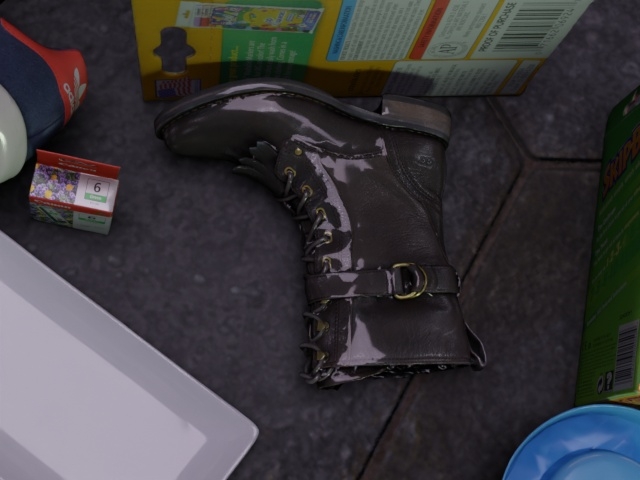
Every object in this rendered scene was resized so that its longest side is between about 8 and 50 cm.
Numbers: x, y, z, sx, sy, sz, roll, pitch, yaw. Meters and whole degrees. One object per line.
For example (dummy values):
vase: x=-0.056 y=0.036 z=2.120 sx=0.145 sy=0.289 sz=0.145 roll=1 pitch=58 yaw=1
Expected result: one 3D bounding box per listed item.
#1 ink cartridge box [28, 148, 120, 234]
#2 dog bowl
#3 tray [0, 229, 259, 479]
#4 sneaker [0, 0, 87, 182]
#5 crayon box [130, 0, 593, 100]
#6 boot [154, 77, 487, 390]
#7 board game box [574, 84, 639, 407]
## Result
ink cartridge box: x=-0.184 y=-0.034 z=0.822 sx=0.063 sy=0.115 sz=0.029 roll=12 pitch=76 yaw=-11
dog bowl: x=0.230 y=0.271 z=0.822 sx=0.166 sy=0.074 sz=0.297 roll=-19 pitch=79 yaw=-11
tray: x=-0.194 y=0.120 z=0.831 sx=0.270 sy=0.030 sz=0.145 roll=37 pitch=76 yaw=3
sneaker: x=-0.335 y=-0.161 z=0.848 sx=0.350 sy=0.131 sz=0.148 roll=30 pitch=43 yaw=13
crayon box: x=0.022 y=-0.181 z=0.838 sx=0.323 sy=0.203 sz=0.083 roll=-2 pitch=77 yaw=-7
boot: x=0.000 y=0.000 z=0.851 sx=0.263 sy=0.091 sz=0.229 roll=3 pitch=76 yaw=-8
board game box: x=0.247 y=-0.001 z=0.862 sx=0.039 sy=0.124 sz=0.259 roll=9 pitch=76 yaw=-6
